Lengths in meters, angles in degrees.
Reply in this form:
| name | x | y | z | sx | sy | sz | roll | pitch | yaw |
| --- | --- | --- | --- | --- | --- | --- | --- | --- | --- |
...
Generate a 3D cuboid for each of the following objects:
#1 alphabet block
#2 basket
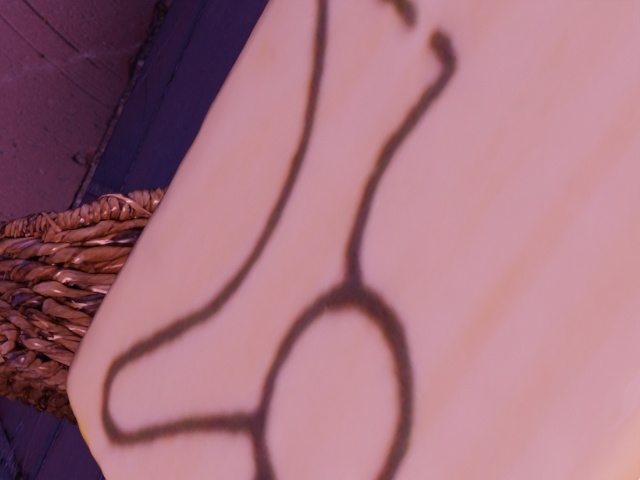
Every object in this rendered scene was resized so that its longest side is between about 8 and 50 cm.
| name | x | y | z | sx | sy | sz | roll | pitch | yaw |
| --- | --- | --- | --- | --- | --- | --- | --- | --- | --- |
| alphabet block | 0.083 | 0.028 | 0.446 | 0.197 | 0.193 | 0.192 | -59 | 37 | 22 |
| basket | -0.165 | 0.021 | 1.439 | 0.223 | 0.213 | 0.299 | -69 | 14 | -11 |
